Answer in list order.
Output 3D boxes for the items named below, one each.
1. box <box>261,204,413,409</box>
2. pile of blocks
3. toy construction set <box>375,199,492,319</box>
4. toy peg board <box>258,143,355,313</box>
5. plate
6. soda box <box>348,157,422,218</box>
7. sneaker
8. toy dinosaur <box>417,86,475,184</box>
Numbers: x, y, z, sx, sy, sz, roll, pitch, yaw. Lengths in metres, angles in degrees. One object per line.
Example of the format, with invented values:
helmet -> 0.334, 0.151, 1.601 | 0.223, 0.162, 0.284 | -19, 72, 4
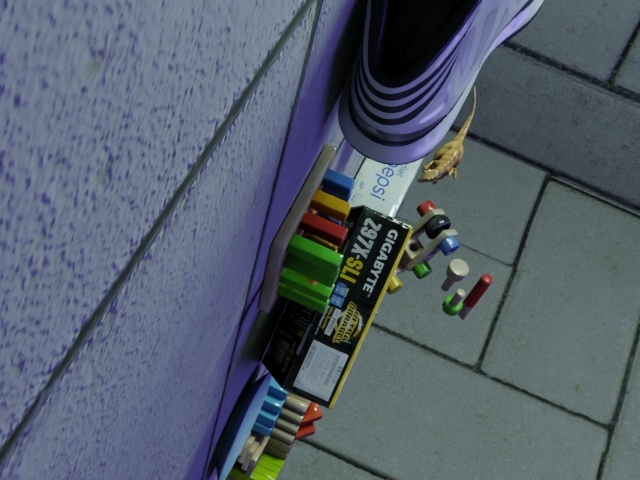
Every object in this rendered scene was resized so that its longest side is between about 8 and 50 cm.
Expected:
box -> 0.014, 0.084, 1.556 | 0.322, 0.079, 0.257 | 175, -62, -82
pile of blocks -> -0.072, 0.342, 1.991 | 0.149, 0.112, 0.362 | -12, 126, -84
toy construction set -> 0.162, 0.072, 2.240 | 0.257, 0.309, 0.237 | -51, 171, -39
toy peg board -> 0.000, 0.000, 1.350 | 0.161, 0.079, 0.160 | 107, 9, -58
plate -> -0.121, 0.279, 1.691 | 0.188, 0.024, 0.188 | 23, 90, -85
soda box -> 0.110, -0.099, 1.937 | 0.098, 0.091, 0.286 | 109, 7, -53
sneaker -> 0.171, -0.307, 1.189 | 0.447, 0.169, 0.257 | -62, 176, -16
toy dinosaur -> 0.239, -0.161, 2.010 | 0.211, 0.064, 0.112 | -58, 179, -30
